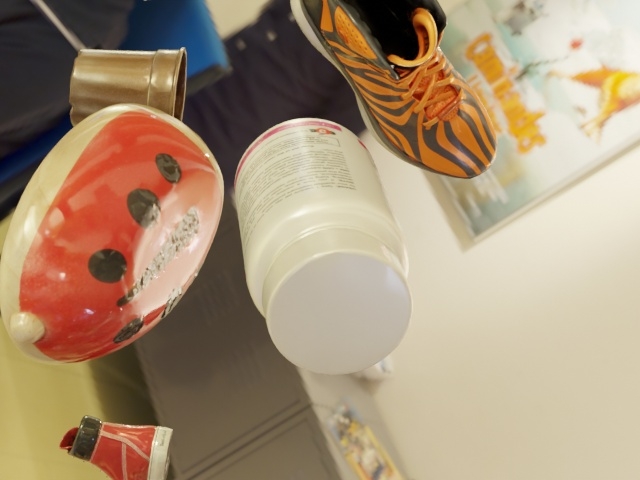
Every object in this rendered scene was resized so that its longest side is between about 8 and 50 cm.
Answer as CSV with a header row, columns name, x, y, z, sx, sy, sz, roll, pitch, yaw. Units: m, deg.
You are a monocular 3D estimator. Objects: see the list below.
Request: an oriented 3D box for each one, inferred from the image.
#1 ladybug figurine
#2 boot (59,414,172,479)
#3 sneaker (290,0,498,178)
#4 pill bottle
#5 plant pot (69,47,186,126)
name,x,y,z,sx,sy,sz,roll,pitch,yaw
ladybug figurine,-0.261,-0.007,1.482,0.449,0.161,0.305,-60,148,-45
boot,-0.342,0.374,1.828,0.176,0.244,0.088,10,46,-3
sneaker,0.100,-0.176,1.204,0.321,0.124,0.180,42,-3,-20
pill bottle,0.000,0.000,1.111,0.160,0.160,0.283,48,13,-26
plant pot,-0.304,-0.230,1.748,0.167,0.165,0.167,-174,-90,-88
